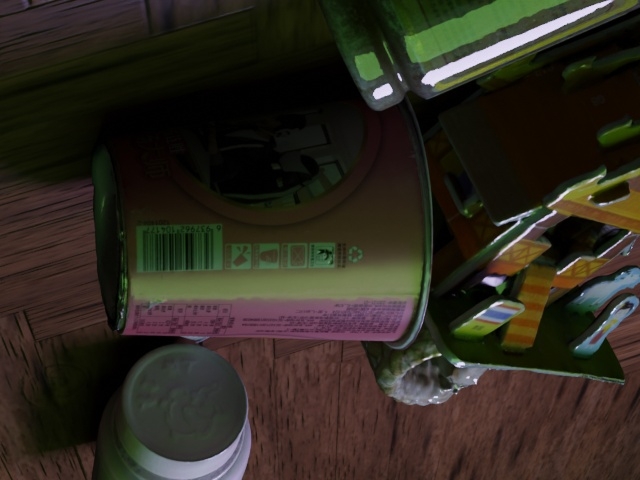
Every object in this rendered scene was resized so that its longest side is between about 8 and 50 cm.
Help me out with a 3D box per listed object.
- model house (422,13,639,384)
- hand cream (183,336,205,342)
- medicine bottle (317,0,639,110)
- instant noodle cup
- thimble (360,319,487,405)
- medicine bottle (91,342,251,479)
[{"bbox_3d":[0.269,-0.039,1.647,0.313,0.242,0.358,-37,150,27],"label":"model house"},{"bbox_3d":[-0.142,0.074,1.801,0.067,0.042,0.194,-35,159,13],"label":"hand cream"},{"bbox_3d":[0.157,-0.218,1.264,0.322,0.151,0.151,-23,156,6],"label":"medicine bottle"},{"bbox_3d":[-0.056,-0.014,1.481,0.255,0.244,0.244,-4,153,-14],"label":"instant noodle cup"},{"bbox_3d":[0.109,0.087,1.889,0.137,0.143,0.190,-22,156,2],"label":"thimble"},{"bbox_3d":[-0.164,0.233,1.956,0.170,0.170,0.293,-12,155,-18],"label":"medicine bottle"}]
